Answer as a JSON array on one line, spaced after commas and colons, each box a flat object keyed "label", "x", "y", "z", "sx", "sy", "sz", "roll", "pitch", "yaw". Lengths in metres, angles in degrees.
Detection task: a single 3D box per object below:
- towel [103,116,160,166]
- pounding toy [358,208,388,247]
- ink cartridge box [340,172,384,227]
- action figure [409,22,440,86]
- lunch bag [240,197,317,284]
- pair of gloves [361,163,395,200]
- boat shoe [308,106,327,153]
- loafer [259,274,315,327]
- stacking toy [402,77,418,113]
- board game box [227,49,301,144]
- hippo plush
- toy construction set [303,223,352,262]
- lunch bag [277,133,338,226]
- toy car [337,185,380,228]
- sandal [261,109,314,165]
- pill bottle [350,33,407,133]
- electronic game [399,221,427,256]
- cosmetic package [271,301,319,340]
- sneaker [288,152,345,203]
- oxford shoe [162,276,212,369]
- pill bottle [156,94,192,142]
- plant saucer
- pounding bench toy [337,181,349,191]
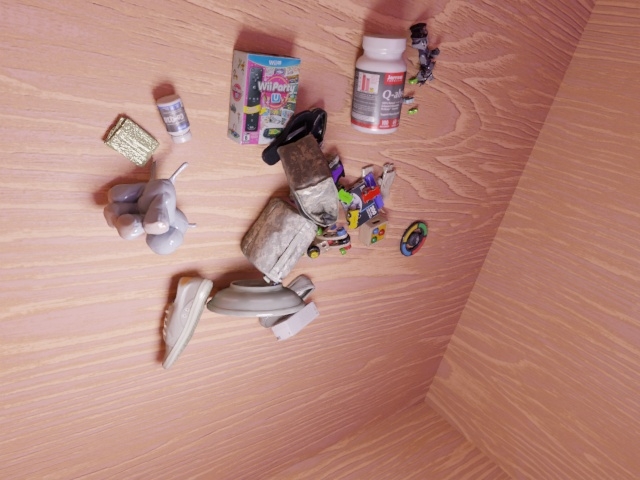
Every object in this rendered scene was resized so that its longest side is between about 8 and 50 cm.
[{"label": "towel", "x": -0.592, "y": -0.310, "z": 1.379, "sx": 0.110, "sy": 0.027, "sz": 0.148, "roll": -54, "pitch": 138, "yaw": -2}, {"label": "pounding toy", "x": 0.304, "y": -0.091, "z": 2.280, "sx": 0.181, "sy": 0.094, "sz": 0.206, "roll": -24, "pitch": 137, "yaw": -30}, {"label": "ink cartridge box", "x": 0.208, "y": -0.189, "z": 2.135, "sx": 0.208, "sy": 0.045, "sz": 0.206, "roll": -35, "pitch": 125, "yaw": -7}, {"label": "action figure", "x": 0.471, "y": -0.820, "z": 1.965, "sx": 0.285, "sy": 0.099, "sz": 0.185, "roll": 50, "pitch": 53, "yaw": -51}, {"label": "lunch bag", "x": -0.160, "y": 0.005, "z": 1.774, "sx": 0.212, "sy": 0.256, "sz": 0.305, "roll": 36, "pitch": 90, "yaw": -25}, {"label": "pair of gloves", "x": 0.287, "y": -0.281, "z": 2.198, "sx": 0.240, "sy": 0.042, "sz": 0.204, "roll": -13, "pitch": 124, "yaw": -38}, {"label": "boat shoe", "x": -0.024, "y": -0.413, "z": 1.796, "sx": 0.095, "sy": 0.079, "sz": 0.254, "roll": -3, "pitch": 117, "yaw": -42}, {"label": "loafer", "x": -0.159, "y": 0.305, "z": 2.111, "sx": 0.319, "sy": 0.111, "sz": 0.112, "roll": -46, "pitch": 139, "yaw": -9}, {"label": "stacking toy", "x": 0.387, "y": -0.650, "z": 2.045, "sx": 0.221, "sy": 0.052, "sz": 0.167, "roll": -29, "pitch": 132, "yaw": -27}, {"label": "board game box", "x": -0.202, "y": -0.505, "z": 1.562, "sx": 0.224, "sy": 0.097, "sz": 0.303, "roll": -13, "pitch": 124, "yaw": -38}, {"label": "hippo plush", "x": -0.560, "y": -0.084, "z": 1.465, "sx": 0.236, "sy": 0.234, "sz": 0.294, "roll": 84, "pitch": 13, "yaw": -58}, {"label": "toy construction set", "x": 0.000, "y": 0.000, "z": 2.023, "sx": 0.237, "sy": 0.257, "sz": 0.309, "roll": -31, "pitch": 151, "yaw": -2}, {"label": "lunch bag", "x": -0.031, "y": -0.206, "z": 1.638, "sx": 0.169, "sy": 0.235, "sz": 0.287, "roll": -22, "pitch": 148, "yaw": 2}, {"label": "toy car", "x": 0.144, "y": -0.188, "z": 2.029, "sx": 0.225, "sy": 0.053, "sz": 0.239, "roll": 26, "pitch": 102, "yaw": -43}, {"label": "sandal", "x": -0.108, "y": -0.372, "z": 1.624, "sx": 0.254, "sy": 0.054, "sz": 0.097, "roll": -48, "pitch": 142, "yaw": -1}, {"label": "pill bottle", "x": 0.241, "y": -0.641, "z": 1.796, "sx": 0.210, "sy": 0.210, "sz": 0.363, "roll": -20, "pitch": 128, "yaw": -33}, {"label": "electronic game", "x": 0.560, "y": -0.008, "z": 2.623, "sx": 0.229, "sy": 0.048, "sz": 0.229, "roll": -23, "pitch": 129, "yaw": -31}, {"label": "cosmetic package", "x": -0.120, "y": 0.393, "z": 2.142, "sx": 0.117, "sy": 0.085, "sz": 0.231, "roll": -30, "pitch": 178, "yaw": 37}, {"label": "sneaker", "x": 0.001, "y": -0.235, "z": 1.898, "sx": 0.293, "sy": 0.102, "sz": 0.146, "roll": -43, "pitch": 124, "yaw": -13}, {"label": "oxford shoe", "x": -0.562, "y": 0.322, "z": 1.752, "sx": 0.130, "sy": 0.169, "sz": 0.449, "roll": 24, "pitch": 112, "yaw": -4}, {"label": "pill bottle", "x": -0.466, "y": -0.389, "z": 1.404, "sx": 0.078, "sy": 0.078, "sz": 0.137, "roll": -32, "pitch": 133, "yaw": -24}, {"label": "plant saucer", "x": -0.262, "y": 0.222, "z": 1.786, "sx": 0.400, "sy": 0.400, "sz": 0.100, "roll": -3, "pitch": 95, "yaw": -42}, {"label": "pounding bench toy", "x": 0.081, "y": -0.244, "z": 2.023, "sx": 0.065, "sy": 0.052, "sz": 0.083, "roll": -55, "pitch": 138, "yaw": 0}]
